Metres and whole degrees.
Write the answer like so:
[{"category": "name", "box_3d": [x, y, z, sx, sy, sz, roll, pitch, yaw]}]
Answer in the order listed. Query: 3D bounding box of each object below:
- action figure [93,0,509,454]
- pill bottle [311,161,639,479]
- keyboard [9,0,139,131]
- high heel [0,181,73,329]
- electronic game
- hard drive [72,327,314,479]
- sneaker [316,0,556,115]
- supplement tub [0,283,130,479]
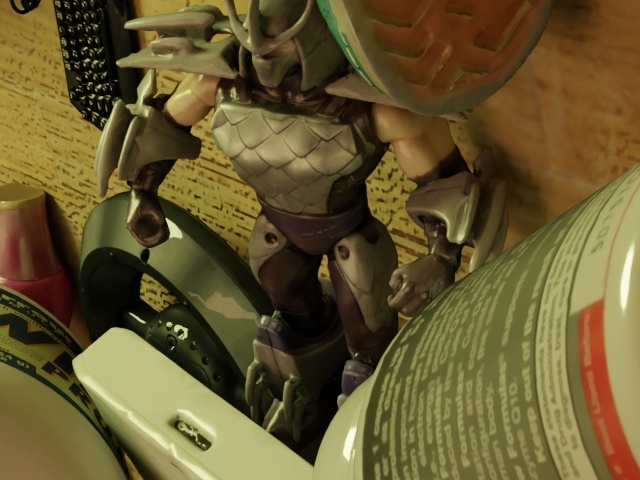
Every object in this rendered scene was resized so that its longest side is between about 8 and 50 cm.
[{"category": "action figure", "box_3d": [0.000, 0.000, 0.873, 0.185, 0.099, 0.285, 20, 142, 30]}, {"category": "pill bottle", "box_3d": [0.108, 0.069, 0.685, 0.161, 0.161, 0.283, 61, 153, 5]}, {"category": "keyboard", "box_3d": [-0.142, -0.141, 1.084, 0.100, 0.038, 0.192, 36, 141, 43]}, {"category": "high heel", "box_3d": [-0.250, 0.012, 1.360, 0.244, 0.082, 0.117, 9, 111, 43]}, {"category": "electronic game", "box_3d": [-0.061, 0.076, 1.113, 0.229, 0.048, 0.229, 40, 148, 32]}, {"category": "hard drive", "box_3d": [-0.001, 0.194, 1.022, 0.203, 0.040, 0.307, 31, 155, 49]}, {"category": "sneaker", "box_3d": [0.010, -0.196, 0.707, 0.121, 0.108, 0.302, 35, 141, 60]}, {"category": "supplement tub", "box_3d": [-0.222, 0.145, 1.109, 0.325, 0.235, 0.235, -134, 23, -77]}]
